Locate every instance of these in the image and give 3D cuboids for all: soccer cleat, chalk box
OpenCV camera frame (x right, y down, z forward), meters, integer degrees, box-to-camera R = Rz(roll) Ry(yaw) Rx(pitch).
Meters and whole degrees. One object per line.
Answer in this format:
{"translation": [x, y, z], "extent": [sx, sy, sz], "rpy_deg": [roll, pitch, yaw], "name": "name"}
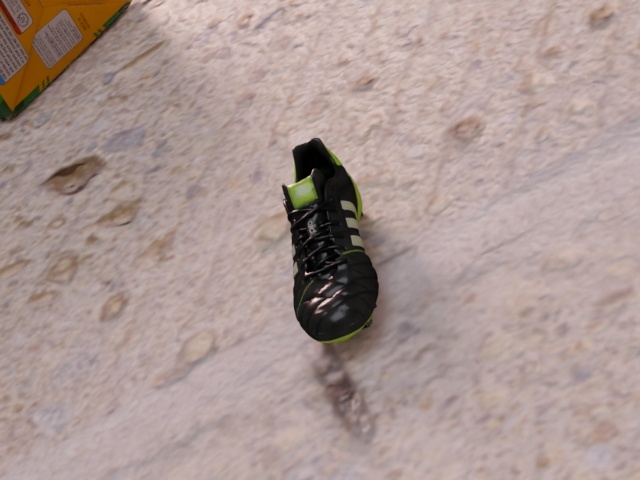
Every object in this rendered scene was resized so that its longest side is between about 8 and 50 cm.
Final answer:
{"translation": [0.000, 0.000, 1.277], "extent": [0.060, 0.072, 0.179], "rpy_deg": [-23, 33, 12], "name": "soccer cleat"}
{"translation": [-0.355, -0.242, 1.807], "extent": [0.289, 0.180, 0.179], "rpy_deg": [8, 48, 47], "name": "chalk box"}
